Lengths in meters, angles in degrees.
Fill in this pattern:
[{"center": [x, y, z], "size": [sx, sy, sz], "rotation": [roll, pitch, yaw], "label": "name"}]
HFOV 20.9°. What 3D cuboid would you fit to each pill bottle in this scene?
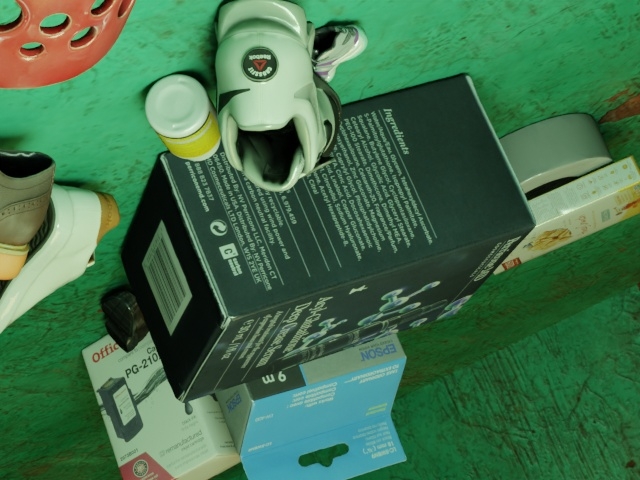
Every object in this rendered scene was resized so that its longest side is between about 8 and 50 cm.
[{"center": [-0.133, -0.119, 1.744], "size": [0.065, 0.065, 0.116], "rotation": [-23, 164, 1], "label": "pill bottle"}]

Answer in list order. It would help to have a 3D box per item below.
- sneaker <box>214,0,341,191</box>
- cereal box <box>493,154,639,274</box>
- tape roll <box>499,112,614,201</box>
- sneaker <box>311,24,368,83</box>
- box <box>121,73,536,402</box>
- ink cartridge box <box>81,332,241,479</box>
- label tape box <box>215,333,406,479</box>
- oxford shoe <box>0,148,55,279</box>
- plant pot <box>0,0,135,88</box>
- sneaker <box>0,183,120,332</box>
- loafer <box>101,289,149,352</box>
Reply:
[{"center": [-0.048, -0.106, 1.712], "size": [0.122, 0.146, 0.330], "rotation": [-2, 164, 8], "label": "sneaker"}, {"center": [0.337, -0.032, 2.434], "size": [0.240, 0.047, 0.173], "rotation": [-24, 164, 5], "label": "cereal box"}, {"center": [0.292, -0.092, 2.401], "size": [0.219, 0.072, 0.219], "rotation": [-22, 164, -6], "label": "tape roll"}, {"center": [-0.006, -0.188, 1.754], "size": [0.069, 0.038, 0.098], "rotation": [2, 144, -49], "label": "sneaker"}, {"center": [0.000, 0.000, 2.047], "size": [0.395, 0.212, 0.293], "rotation": [-17, 163, -21], "label": "box"}, {"center": [-0.215, 0.224, 2.434], "size": [0.172, 0.237, 0.100], "rotation": [-31, 159, 29], "label": "ink cartridge box"}, {"center": [-0.023, 0.148, 2.266], "size": [0.240, 0.334, 0.106], "rotation": [-14, 162, -30], "label": "label tape box"}, {"center": [-0.384, -0.067, 1.542], "size": [0.363, 0.130, 0.133], "rotation": [17, 106, -56], "label": "oxford shoe"}, {"center": [-0.192, -0.218, 1.117], "size": [0.191, 0.191, 0.174], "rotation": [-13, 159, -31], "label": "plant pot"}, {"center": [-0.321, 0.038, 1.920], "size": [0.123, 0.106, 0.290], "rotation": [-2, 153, -46], "label": "sneaker"}, {"center": [-0.251, 0.095, 2.313], "size": [0.061, 0.062, 0.170], "rotation": [-41, 173, -17], "label": "loafer"}]
